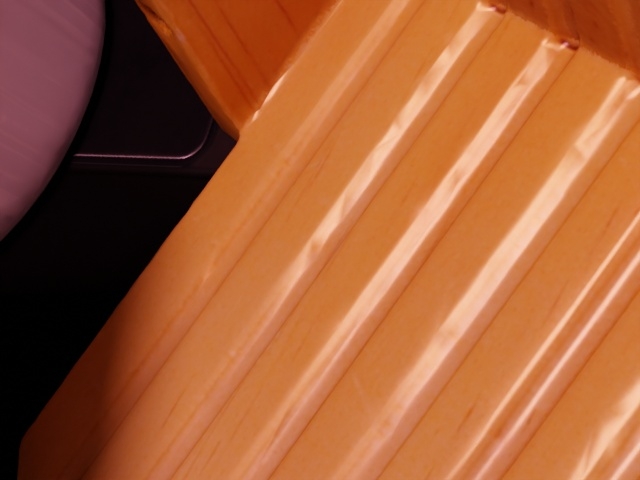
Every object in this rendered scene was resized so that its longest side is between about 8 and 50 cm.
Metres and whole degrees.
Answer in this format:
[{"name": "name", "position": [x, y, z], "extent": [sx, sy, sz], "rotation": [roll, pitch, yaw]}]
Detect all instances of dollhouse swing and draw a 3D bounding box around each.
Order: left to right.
[{"name": "dollhouse swing", "position": [0.000, 0.000, 0.374], "extent": [0.305, 0.315, 0.347], "rotation": [-44, 49, -9]}]

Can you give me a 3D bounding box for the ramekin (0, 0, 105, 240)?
[{"name": "ramekin", "position": [-0.243, -0.099, 0.683], "extent": [0.277, 0.135, 0.277], "rotation": [-17, 59, 29]}]
